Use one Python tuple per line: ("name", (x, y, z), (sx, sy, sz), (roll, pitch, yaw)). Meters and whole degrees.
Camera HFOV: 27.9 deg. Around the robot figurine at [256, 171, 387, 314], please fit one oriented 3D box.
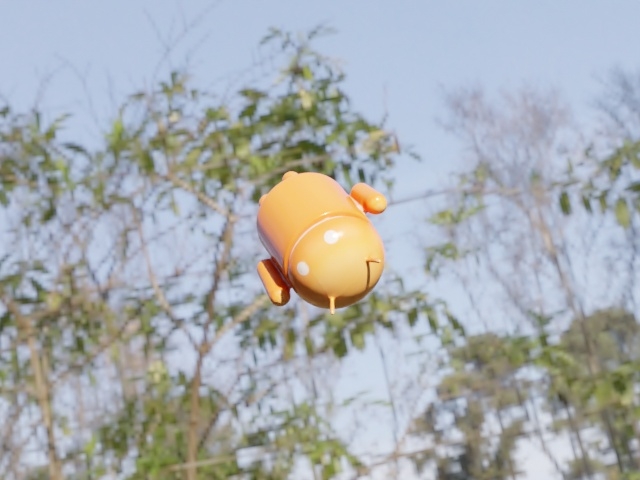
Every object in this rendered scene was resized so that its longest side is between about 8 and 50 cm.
("robot figurine", (0.001, -0.002, 1.585), (0.158, 0.219, 0.128), (-13, -54, -18))
